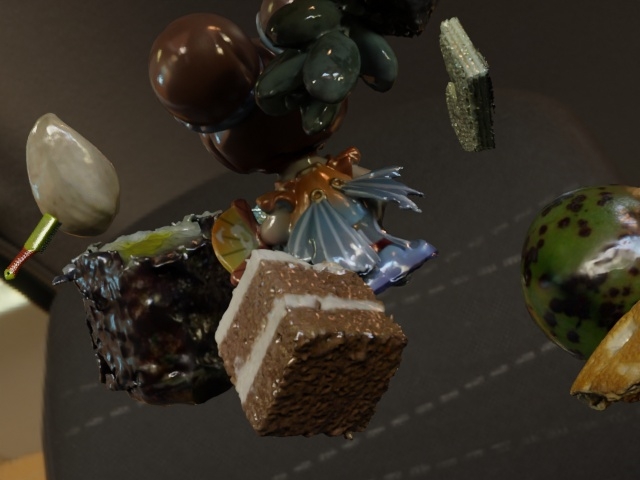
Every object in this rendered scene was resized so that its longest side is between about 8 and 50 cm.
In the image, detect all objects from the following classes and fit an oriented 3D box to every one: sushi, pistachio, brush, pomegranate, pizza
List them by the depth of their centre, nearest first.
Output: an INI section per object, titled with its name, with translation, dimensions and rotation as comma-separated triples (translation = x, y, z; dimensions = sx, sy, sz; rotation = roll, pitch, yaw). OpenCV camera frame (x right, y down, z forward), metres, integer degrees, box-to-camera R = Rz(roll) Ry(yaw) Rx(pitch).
[pizza]
translation = 0.334, 0.101, 0.941
dimensions = 0.182, 0.062, 0.161
rotation = -52, 6, -3
[brush]
translation = -0.308, 0.010, 1.045
dimensions = 0.083, 0.019, 0.021
rotation = -56, -23, -12
[pomegranate]
translation = 0.355, 0.048, 1.249
dimensions = 0.242, 0.242, 0.306
rotation = -7, -3, -15
[sushi]
translation = -0.268, 0.119, 1.709
dimensions = 0.300, 0.294, 0.281
rotation = -8, 15, 34
[pistachio]
translation = -0.448, -0.118, 1.765
dimensions = 0.153, 0.237, 0.138
rotation = -20, 2, -17

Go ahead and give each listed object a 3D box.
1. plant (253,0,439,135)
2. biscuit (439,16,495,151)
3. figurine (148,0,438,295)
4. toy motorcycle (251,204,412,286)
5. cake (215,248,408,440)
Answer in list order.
[plant]
translation = 0.034, -0.236, 1.022
dimensions = 0.149, 0.274, 0.146
rotation = 35, -16, -12
[biscuit]
translation = 0.242, -0.234, 1.600
dimensions = 0.046, 0.147, 0.250
rotation = -20, -36, 0
[figurine]
translation = -0.026, -0.102, 1.187
dimensions = 0.277, 0.388, 0.248
rotation = -29, -3, -24
[toy motorcycle]
translation = 0.002, 0.001, 1.542
dimensions = 0.297, 0.198, 0.109
rotation = 19, -67, -7
[cake]
translation = -0.016, 0.099, 0.948
dimensions = 0.135, 0.147, 0.134
rotation = 8, -64, -36
